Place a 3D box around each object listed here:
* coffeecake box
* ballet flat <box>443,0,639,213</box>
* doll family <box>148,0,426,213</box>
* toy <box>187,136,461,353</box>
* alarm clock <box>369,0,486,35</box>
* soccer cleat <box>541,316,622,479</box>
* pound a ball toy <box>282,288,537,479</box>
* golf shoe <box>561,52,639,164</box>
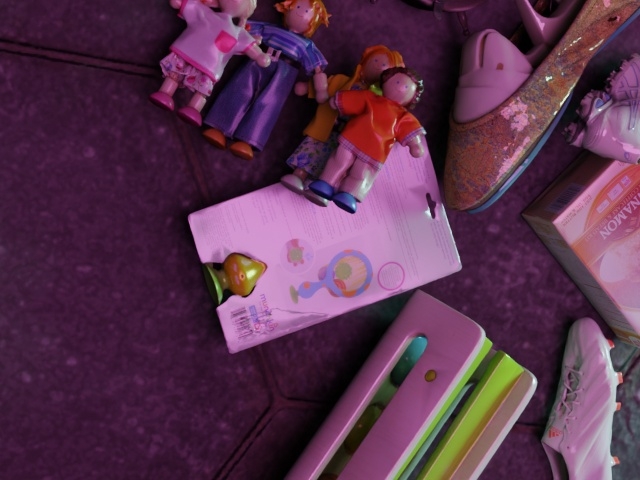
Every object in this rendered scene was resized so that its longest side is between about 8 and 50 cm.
[{"bbox_3d":[0.314,-0.004,1.841,0.142,0.068,0.185,-45,112,-10],"label":"coffeecake box"},{"bbox_3d":[0.202,-0.184,1.743,0.123,0.123,0.348,45,76,-22],"label":"ballet flat"},{"bbox_3d":[-0.020,-0.138,1.666,0.263,0.118,0.163,30,82,6],"label":"doll family"},{"bbox_3d":[0.000,0.000,1.723,0.237,0.056,0.137,-20,102,-18],"label":"toy"},{"bbox_3d":[0.123,-0.296,1.723,0.129,0.064,0.192,15,90,-23],"label":"alarm clock"},{"bbox_3d":[0.257,0.175,1.852,0.076,0.068,0.196,-8,105,-17],"label":"soccer cleat"},{"bbox_3d":[0.069,0.228,1.770,0.319,0.136,0.208,-55,138,-5],"label":"pound a ball toy"},{"bbox_3d":[0.297,-0.118,1.772,0.086,0.176,0.069,32,128,10],"label":"golf shoe"}]
